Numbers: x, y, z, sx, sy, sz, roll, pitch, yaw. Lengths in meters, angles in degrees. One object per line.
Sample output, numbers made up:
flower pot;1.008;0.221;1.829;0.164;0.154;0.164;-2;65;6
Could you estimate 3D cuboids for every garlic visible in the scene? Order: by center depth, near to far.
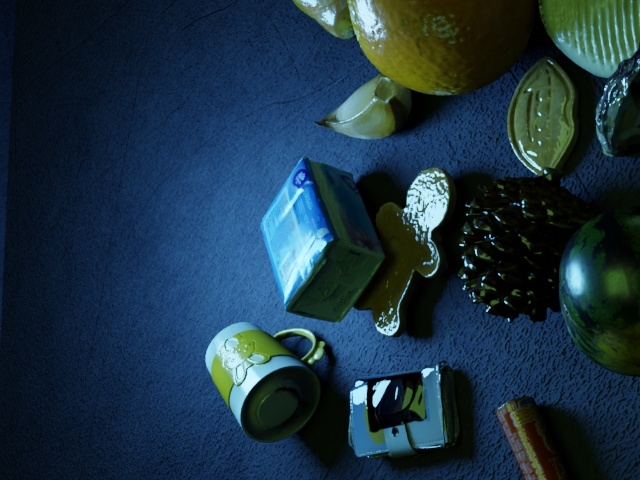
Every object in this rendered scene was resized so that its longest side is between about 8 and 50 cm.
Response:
garlic;0.108;-0.256;2.197;0.207;0.128;0.115;-26;109;44

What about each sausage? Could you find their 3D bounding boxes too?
sausage;0.371;0.390;1.828;0.074;0.074;0.274;-41;56;34

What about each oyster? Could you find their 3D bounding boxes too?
oyster;0.504;-0.243;1.688;0.271;0.275;0.100;-38;55;23

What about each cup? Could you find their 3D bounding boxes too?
cup;-0.105;0.267;2.298;0.241;0.185;0.226;-40;41;-8

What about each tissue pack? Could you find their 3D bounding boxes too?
tissue pack;0.000;0.000;2.194;0.198;0.146;0.263;-56;32;29

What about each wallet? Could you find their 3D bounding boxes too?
wallet;0.150;0.320;2.077;0.231;0.069;0.170;-16;66;42

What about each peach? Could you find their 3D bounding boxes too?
peach;0.037;-0.519;2.247;0.214;0.214;0.235;-39;64;35

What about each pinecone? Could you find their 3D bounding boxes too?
pinecone;0.335;0.006;1.835;0.224;0.224;0.272;40;115;42

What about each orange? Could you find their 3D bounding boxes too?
orange;0.194;-0.458;1.925;0.424;0.326;0.423;172;90;-87

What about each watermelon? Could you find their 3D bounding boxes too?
watermelon;0.477;0.074;1.640;0.269;0.269;0.269;-10;76;45

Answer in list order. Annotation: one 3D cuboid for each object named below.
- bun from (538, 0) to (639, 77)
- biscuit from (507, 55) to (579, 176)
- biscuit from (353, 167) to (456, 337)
bun;0.490;-0.403;1.780;0.287;0.146;0.287;13;113;33
biscuit;0.389;-0.215;1.951;0.142;0.029;0.220;-3;81;46
biscuit;0.170;0.017;2.116;0.216;0.047;0.339;43;116;46
